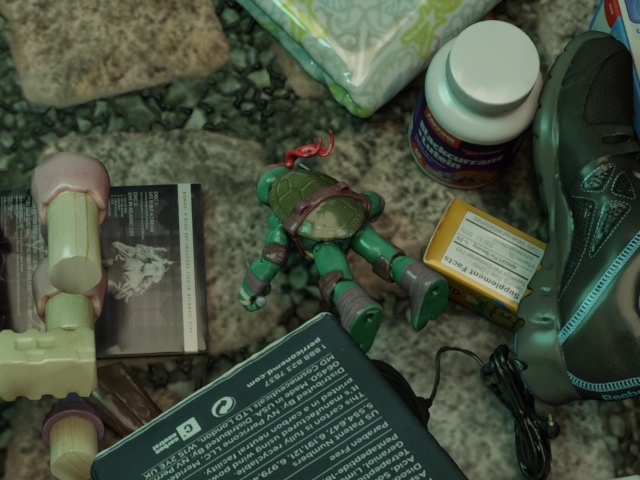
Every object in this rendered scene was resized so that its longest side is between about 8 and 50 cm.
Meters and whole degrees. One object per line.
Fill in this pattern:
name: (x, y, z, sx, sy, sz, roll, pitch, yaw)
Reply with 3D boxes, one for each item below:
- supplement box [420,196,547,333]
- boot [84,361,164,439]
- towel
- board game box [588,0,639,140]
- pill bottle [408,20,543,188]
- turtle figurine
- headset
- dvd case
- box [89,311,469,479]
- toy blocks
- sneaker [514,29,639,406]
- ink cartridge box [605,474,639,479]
supplement box: (0.205, 0.051, 1.660, 0.233, 0.078, 0.080, 30, 74, 5)
boot: (-0.184, 0.174, 1.611, 0.114, 0.037, 0.106, 45, 62, 6)
towel: (0.026, -0.345, 1.766, 0.320, 0.090, 0.374, -43, 80, -13)
board game box: (0.433, -0.100, 1.681, 0.308, 0.086, 0.301, -3, 63, -11)
pill bottle: (0.144, -0.126, 1.648, 0.108, 0.193, 0.108, 1, 72, -4)
turtle figurine: (0.000, 0.000, 1.610, 0.175, 0.118, 0.234, -33, 51, -16)
headset: (0.019, 0.194, 1.533, 0.394, 0.243, 0.185, -23, 96, -25)
dvd case: (-0.216, 0.030, 1.663, 0.221, 0.018, 0.164, -3, 73, -4)
box: (0.051, 0.292, 1.214, 0.212, 0.293, 0.395, -33, 37, -7)
toy blocks: (-0.322, 0.045, 1.557, 0.289, 0.309, 0.260, -3, 40, -8)
sneaker: (0.260, -0.022, 1.565, 0.140, 0.125, 0.340, -4, 71, 29)
ink cartridge box: (0.108, 0.345, 1.420, 0.330, 0.071, 0.324, -13, 37, 15)
